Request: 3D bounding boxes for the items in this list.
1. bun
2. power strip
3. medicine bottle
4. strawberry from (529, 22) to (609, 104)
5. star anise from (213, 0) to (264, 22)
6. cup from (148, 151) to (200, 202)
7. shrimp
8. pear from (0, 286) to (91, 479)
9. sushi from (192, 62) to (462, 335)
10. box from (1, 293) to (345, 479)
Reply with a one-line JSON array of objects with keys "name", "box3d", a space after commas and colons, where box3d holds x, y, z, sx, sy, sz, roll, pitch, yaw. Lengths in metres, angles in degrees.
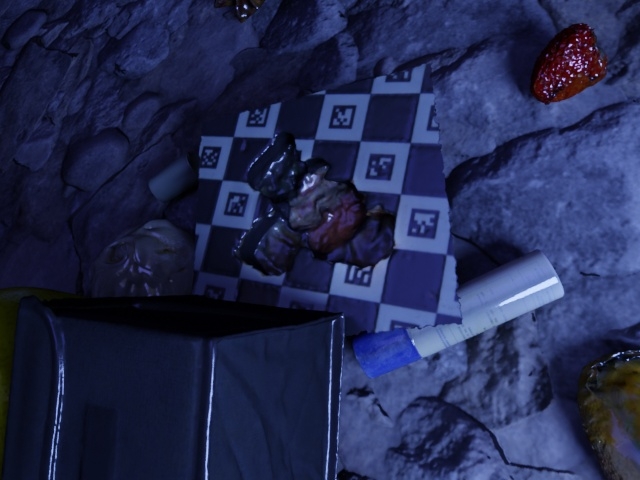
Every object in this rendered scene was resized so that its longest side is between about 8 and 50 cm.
[{"name": "bun", "box3d": [-0.272, 0.049, 0.763, 0.184, 0.102, 0.183, -9, 67, 21]}, {"name": "power strip", "box3d": [0.000, 0.000, 0.695, 0.137, 0.044, 0.215, 12, 73, 30]}, {"name": "medicine bottle", "box3d": [0.149, 0.086, 0.577, 0.231, 0.059, 0.059, -26, 59, 11]}, {"name": "strawberry", "box3d": [0.306, -0.216, 0.638, 0.096, 0.083, 0.083, -45, 56, 8]}, {"name": "star anise", "box3d": [-0.149, -0.485, 0.976, 0.234, 0.073, 0.177, -12, 53, 28]}, {"name": "cup", "box3d": [-0.240, -0.111, 0.850, 0.083, 0.054, 0.074, -29, 59, 12]}, {"name": "shrimp", "box3d": [0.320, 0.216, 0.435, 0.117, 0.066, 0.261, -27, 60, 11]}, {"name": "pear", "box3d": [-0.353, 0.195, 0.631, 0.295, 0.294, 0.293, -10, 63, 20]}, {"name": "sushi", "box3d": [-0.003, -0.032, 0.654, 0.340, 0.069, 0.319, -10, 72, 22]}, {"name": "box", "box3d": [-0.119, 0.225, 0.475, 0.205, 0.251, 0.344, 1, 86, 24]}]
